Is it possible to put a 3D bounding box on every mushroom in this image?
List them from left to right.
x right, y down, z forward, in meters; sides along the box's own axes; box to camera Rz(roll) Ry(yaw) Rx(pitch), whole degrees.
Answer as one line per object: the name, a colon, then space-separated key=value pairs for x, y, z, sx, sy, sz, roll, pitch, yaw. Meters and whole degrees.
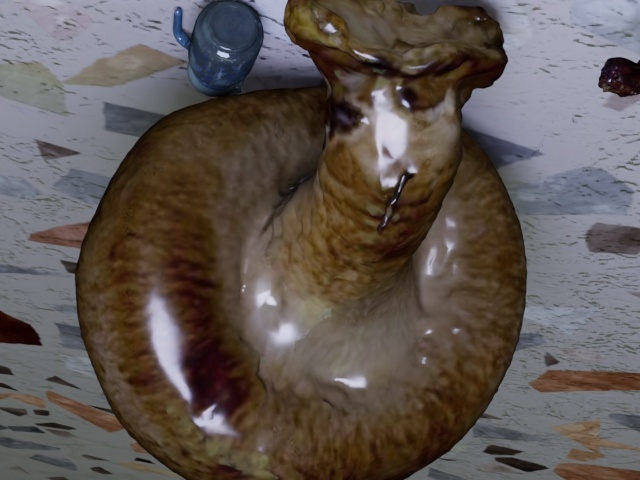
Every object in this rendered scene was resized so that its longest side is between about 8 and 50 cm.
mushroom: x=0.025 y=0.020 z=1.125 sx=0.356 sy=0.334 sz=0.331 roll=-10 pitch=171 yaw=43

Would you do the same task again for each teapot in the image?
teapot: x=-0.076 y=-0.137 z=1.123 sx=0.064 sy=0.049 sz=0.083 roll=14 pitch=159 yaw=-9

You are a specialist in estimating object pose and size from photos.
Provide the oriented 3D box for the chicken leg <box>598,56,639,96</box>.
chicken leg: x=0.274 y=-0.100 z=1.006 sx=0.205 sy=0.093 sz=0.053 roll=5 pitch=122 yaw=1
